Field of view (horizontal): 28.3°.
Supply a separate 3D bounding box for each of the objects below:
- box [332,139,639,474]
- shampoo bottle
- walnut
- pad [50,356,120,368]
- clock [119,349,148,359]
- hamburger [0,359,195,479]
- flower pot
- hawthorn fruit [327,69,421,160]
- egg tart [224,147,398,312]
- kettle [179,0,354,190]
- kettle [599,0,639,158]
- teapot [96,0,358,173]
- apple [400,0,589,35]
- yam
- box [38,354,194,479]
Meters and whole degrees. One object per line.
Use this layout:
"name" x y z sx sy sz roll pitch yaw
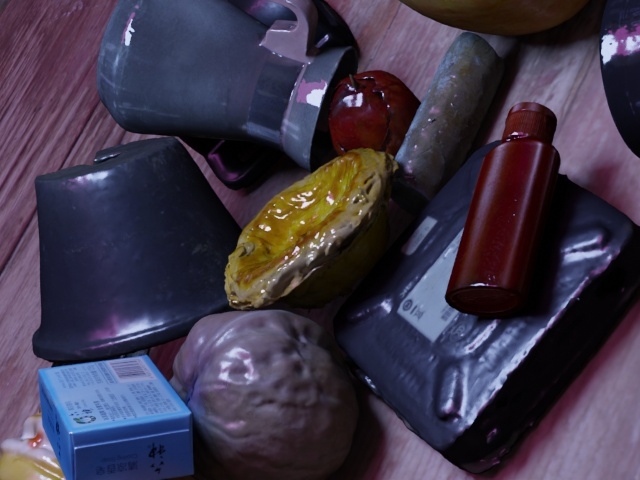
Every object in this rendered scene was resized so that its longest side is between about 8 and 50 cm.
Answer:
"box" 0.189 0.065 1.521 0.359 0.091 0.350 -50 35 1
"shampoo bottle" 0.217 -0.040 1.453 0.102 0.064 0.260 -12 49 43
"walnut" -0.069 0.203 1.583 0.248 0.248 0.248 -30 41 30
"pad" -0.349 0.137 2.013 0.003 0.158 0.235 13 77 29
"clock" -0.309 0.190 2.069 0.083 0.010 0.074 -27 42 32
"hamburger" -0.286 0.309 1.730 0.276 0.276 0.237 1 52 50
"flower pot" -0.261 -0.005 1.830 0.379 0.251 0.379 -14 12 3
"hawthorn fruit" 0.076 -0.175 1.795 0.148 0.172 0.148 -11 47 12
"egg tart" 0.000 0.000 1.674 0.295 0.116 0.295 -39 17 14
"kettle" -0.098 -0.270 2.105 0.308 0.262 0.203 -45 -5 17
"kettle" 0.482 -0.222 1.359 0.290 0.207 0.268 -10 25 38
"teapot" -0.132 -0.263 1.881 0.253 0.344 0.300 -62 -13 -44
"apple" 0.231 -0.457 1.677 0.391 0.391 0.346 -49 56 7
"yam" 0.173 -0.159 1.736 0.093 0.093 0.259 4 63 51
"box" -0.250 0.215 1.521 0.232 0.142 0.083 -147 54 -65
